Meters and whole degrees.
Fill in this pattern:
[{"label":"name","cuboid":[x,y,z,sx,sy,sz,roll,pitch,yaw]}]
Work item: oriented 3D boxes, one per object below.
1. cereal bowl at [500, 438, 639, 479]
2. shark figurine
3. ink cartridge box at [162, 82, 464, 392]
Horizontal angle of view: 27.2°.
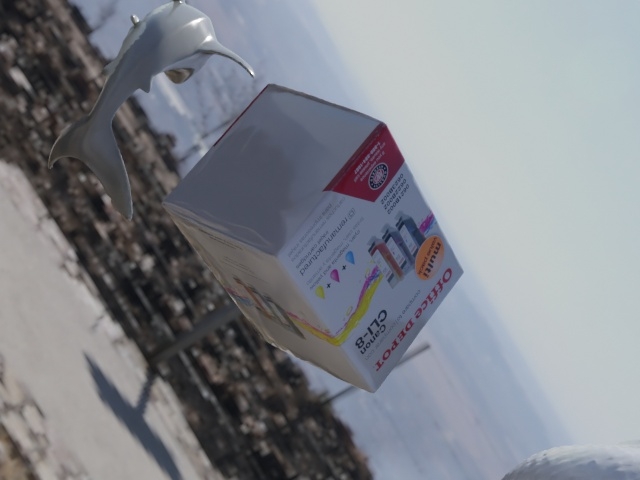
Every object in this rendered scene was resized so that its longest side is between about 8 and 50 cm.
[{"label":"cereal bowl","cuboid":[0.307,0.270,1.147,0.339,0.141,0.339,21,-22,9]},{"label":"shark figurine","cuboid":[-0.120,-0.145,1.130,0.116,0.166,0.278,27,32,1]},{"label":"ink cartridge box","cuboid":[0.000,0.000,0.971,0.127,0.128,0.176,23,-23,40]}]
